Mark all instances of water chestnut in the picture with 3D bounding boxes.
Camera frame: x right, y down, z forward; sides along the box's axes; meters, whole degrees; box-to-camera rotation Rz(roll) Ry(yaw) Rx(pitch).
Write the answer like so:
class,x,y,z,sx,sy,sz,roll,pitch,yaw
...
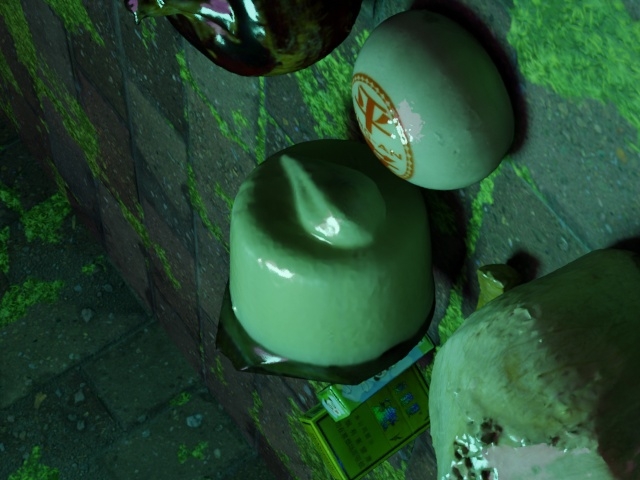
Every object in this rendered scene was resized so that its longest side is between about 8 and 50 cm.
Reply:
class,x,y,z,sx,sy,sz,roll,pitch,yaw
water chestnut,-0.120,-0.356,1.776,0.350,0.302,0.350,44,159,22

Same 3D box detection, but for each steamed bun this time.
class,x,y,z,sx,sy,sz,roll,pitch,yaw
steamed bun,0.121,-0.161,1.726,0.232,0.145,0.232,48,159,25

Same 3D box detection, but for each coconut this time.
class,x,y,z,sx,sy,sz,roll,pitch,yaw
coconut,0.290,0.228,1.588,0.404,0.404,0.404,48,159,25

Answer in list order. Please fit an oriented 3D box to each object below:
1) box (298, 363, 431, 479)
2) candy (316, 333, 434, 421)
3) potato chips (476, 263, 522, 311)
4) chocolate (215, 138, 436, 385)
class,x,y,z,sx,sy,sz,roll,pitch,yaw
box,0.090,0.306,2.430,0.141,0.220,0.064,60,161,-10
candy,0.091,0.215,2.324,0.062,0.194,0.097,53,160,3
potato chips,0.243,0.138,2.010,0.057,0.080,0.407,31,151,20
chocolate,0.000,0.000,2.034,0.326,0.314,0.297,5,137,20
